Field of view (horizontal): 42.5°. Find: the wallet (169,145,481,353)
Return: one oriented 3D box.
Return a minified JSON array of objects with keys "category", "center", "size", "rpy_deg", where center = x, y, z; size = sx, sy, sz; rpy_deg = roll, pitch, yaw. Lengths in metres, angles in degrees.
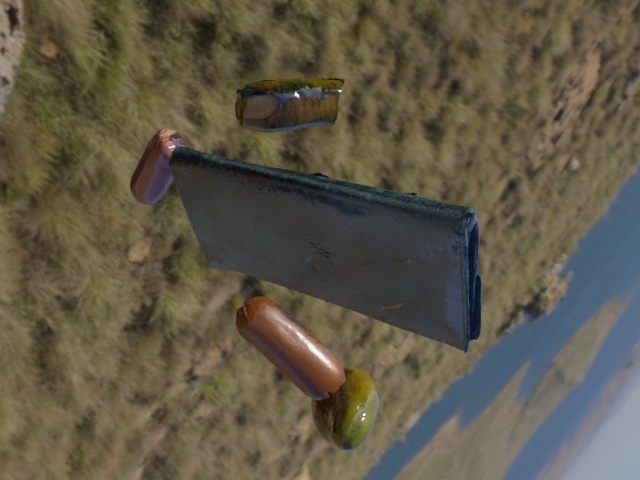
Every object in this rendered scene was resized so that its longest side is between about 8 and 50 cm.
[{"category":"wallet","center":[0.000,0.000,0.927],"size":[0.046,0.379,0.191],"rpy_deg":[-50,144,-38]}]

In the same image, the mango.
[{"category":"mango","center":[0.043,0.281,1.371],"size":[0.136,0.099,0.227],"rpy_deg":[-64,-172,1]}]

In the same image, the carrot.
[{"category":"carrot","center":[-0.042,-0.205,1.243],"size":[0.173,0.082,0.082],"rpy_deg":[-6,138,-17]}]

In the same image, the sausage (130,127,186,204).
[{"category":"sausage","center":[-0.258,-0.114,1.300],"size":[0.062,0.062,0.154],"rpy_deg":[-32,170,-41]}]

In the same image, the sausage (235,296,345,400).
[{"category":"sausage","center":[-0.047,0.163,1.262],"size":[0.076,0.197,0.076],"rpy_deg":[-47,-175,5]}]
